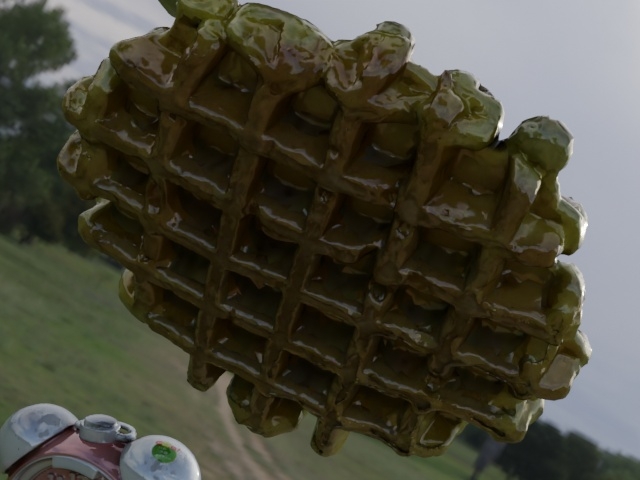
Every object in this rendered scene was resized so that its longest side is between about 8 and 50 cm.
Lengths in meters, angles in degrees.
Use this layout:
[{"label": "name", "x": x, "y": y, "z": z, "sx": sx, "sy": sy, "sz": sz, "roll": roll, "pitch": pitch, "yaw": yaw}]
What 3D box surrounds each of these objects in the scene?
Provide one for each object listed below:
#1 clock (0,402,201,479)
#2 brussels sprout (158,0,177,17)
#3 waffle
[{"label": "clock", "x": -0.166, "y": 0.205, "z": 0.905, "sx": 0.166, "sy": 0.162, "sz": 0.093, "roll": 12, "pitch": 17, "yaw": 21}, {"label": "brussels sprout", "x": -0.047, "y": -0.423, "z": 0.940, "sx": 0.361, "sy": 0.425, "sz": 0.342, "roll": 52, "pitch": -11, "yaw": -1}, {"label": "waffle", "x": -0.002, "y": 0.003, "z": 0.397, "sx": 0.191, "sy": 0.038, "sz": 0.191, "roll": 15, "pitch": -47, "yaw": 17}]
